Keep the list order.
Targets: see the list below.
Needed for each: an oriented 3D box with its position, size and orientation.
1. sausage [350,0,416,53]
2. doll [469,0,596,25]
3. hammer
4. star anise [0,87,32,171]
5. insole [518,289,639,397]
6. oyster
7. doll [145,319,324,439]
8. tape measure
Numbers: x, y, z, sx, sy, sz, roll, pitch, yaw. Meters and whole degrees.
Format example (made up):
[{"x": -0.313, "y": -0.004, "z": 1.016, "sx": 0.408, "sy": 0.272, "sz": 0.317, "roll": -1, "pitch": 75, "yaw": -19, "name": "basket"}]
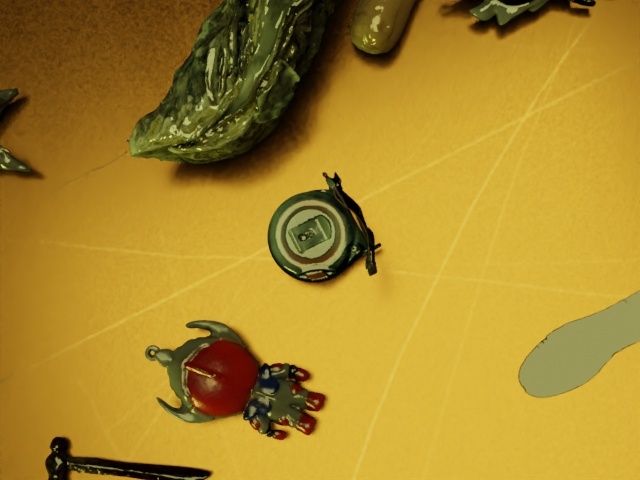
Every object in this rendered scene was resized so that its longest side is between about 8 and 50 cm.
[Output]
[{"x": 0.111, "y": -0.341, "z": 1.238, "sx": 0.066, "sy": 0.066, "sz": 0.301, "roll": 26, "pitch": 85, "yaw": 9, "name": "sausage"}, {"x": 0.224, "y": -0.285, "z": 1.216, "sx": 0.195, "sy": 0.070, "sz": 0.095, "roll": -10, "pitch": 97, "yaw": 1, "name": "doll"}, {"x": -0.206, "y": 0.249, "z": 1.209, "sx": 0.178, "sy": 0.021, "sz": 0.065, "roll": 4, "pitch": 82, "yaw": 4, "name": "hammer"}, {"x": -0.413, "y": -0.115, "z": 1.263, "sx": 0.181, "sy": 0.061, "sz": 0.204, "roll": -7, "pitch": 80, "yaw": 5, "name": "star anise"}, {"x": 0.290, "y": 0.103, "z": 1.182, "sx": 0.188, "sy": 0.004, "sz": 0.064, "roll": -30, "pitch": 80, "yaw": 1, "name": "insole"}, {"x": -0.068, "y": -0.208, "z": 1.185, "sx": 0.158, "sy": 0.162, "sz": 0.351, "roll": 37, "pitch": 85, "yaw": 30, "name": "oyster"}, {"x": -0.092, "y": 0.148, "z": 1.191, "sx": 0.195, "sy": 0.062, "sz": 0.104, "roll": 20, "pitch": 102, "yaw": 1, "name": "doll"}, {"x": -0.002, "y": -0.004, "z": 1.151, "sx": 0.107, "sy": 0.180, "sz": 0.104, "roll": -30, "pitch": 96, "yaw": 0, "name": "tape measure"}]
